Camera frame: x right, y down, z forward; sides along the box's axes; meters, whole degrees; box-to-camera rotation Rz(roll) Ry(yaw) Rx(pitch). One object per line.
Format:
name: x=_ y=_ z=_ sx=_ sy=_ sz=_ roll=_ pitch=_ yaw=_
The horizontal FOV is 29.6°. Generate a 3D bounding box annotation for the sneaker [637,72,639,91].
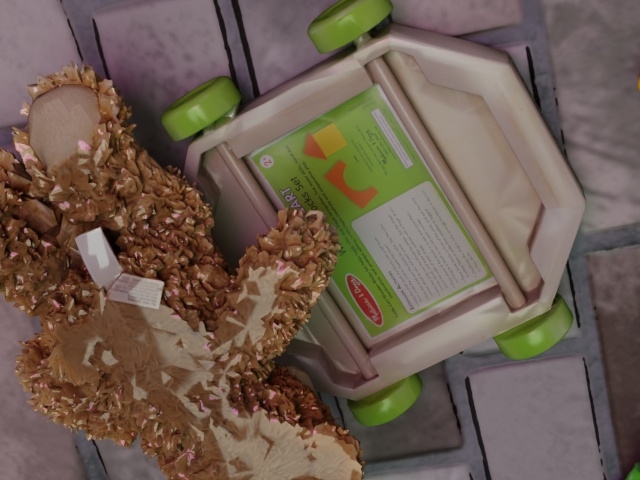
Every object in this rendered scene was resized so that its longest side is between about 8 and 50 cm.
sneaker: x=0.280 y=-0.067 z=0.788 sx=0.175 sy=0.064 sz=0.067 roll=44 pitch=130 yaw=-6

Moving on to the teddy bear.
teddy bear: x=-0.103 y=0.046 z=0.787 sx=0.338 sy=0.113 sz=0.245 roll=35 pitch=106 yaw=1

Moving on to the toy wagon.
toy wagon: x=0.000 y=0.000 z=0.836 sx=0.344 sy=0.068 sz=0.267 roll=-27 pitch=106 yaw=18

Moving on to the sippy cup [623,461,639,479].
sippy cup: x=0.250 y=0.325 z=0.853 sx=0.240 sy=0.224 sz=0.305 roll=-34 pitch=104 yaw=18
